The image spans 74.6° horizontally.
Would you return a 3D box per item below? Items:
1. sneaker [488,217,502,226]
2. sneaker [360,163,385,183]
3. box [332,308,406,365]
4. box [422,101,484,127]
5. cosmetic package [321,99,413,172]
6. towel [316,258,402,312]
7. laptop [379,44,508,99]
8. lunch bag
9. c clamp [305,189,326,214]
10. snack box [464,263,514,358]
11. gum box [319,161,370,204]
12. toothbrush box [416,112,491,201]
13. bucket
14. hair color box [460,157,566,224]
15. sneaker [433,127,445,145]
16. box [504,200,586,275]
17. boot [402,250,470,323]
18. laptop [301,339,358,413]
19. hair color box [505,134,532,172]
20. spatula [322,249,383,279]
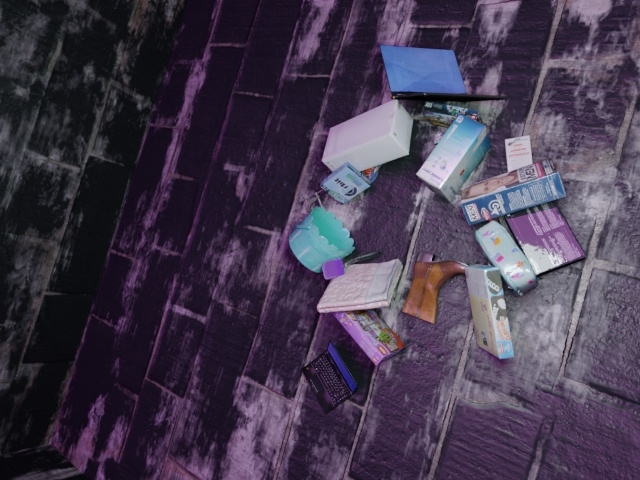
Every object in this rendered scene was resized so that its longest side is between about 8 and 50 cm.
[{"bbox_3d":[0.713,-0.091,1.712,0.057,0.047,0.119,-37,66,4],"label":"sneaker"},{"bbox_3d":[0.246,-0.358,1.982,0.083,0.087,0.221,41,100,28],"label":"sneaker"},{"bbox_3d":[0.207,0.377,1.792,0.293,0.200,0.057,47,119,26],"label":"box"},{"bbox_3d":[0.570,-0.523,1.801,0.232,0.159,0.044,22,92,30],"label":"box"},{"bbox_3d":[0.209,-0.451,1.901,0.384,0.156,0.218,-10,55,40],"label":"cosmetic package"},{"bbox_3d":[0.172,0.187,1.801,0.316,0.332,0.054,-10,112,25],"label":"towel"},{"bbox_3d":[0.493,-0.698,1.729,0.408,0.381,0.237,-139,47,-66],"label":"laptop"},{"bbox_3d":[0.699,0.077,1.586,0.107,0.224,0.279,-32,61,13],"label":"lunch bag"},{"bbox_3d":[-0.012,-0.170,2.119,0.137,0.022,0.161,-26,69,21],"label":"c clamp"},{"bbox_3d":[0.623,0.255,1.564,0.059,0.187,0.323,-10,91,-2],"label":"snack box"},{"bbox_3d":[0.114,-0.265,1.971,0.184,0.156,0.041,-33,36,36],"label":"gum box"},{"bbox_3d":[0.555,-0.334,1.741,0.126,0.216,0.296,40,99,28],"label":"toothbrush box"},{"bbox_3d":[0.000,0.000,1.943,0.183,0.281,0.281,-40,64,25],"label":"bucket"},{"bbox_3d":[0.728,-0.188,1.618,0.346,0.174,0.105,-19,109,29],"label":"hair color box"},{"bbox_3d":[0.548,-0.472,1.872,0.098,0.038,0.069,-14,75,25],"label":"sneaker"},{"bbox_3d":[0.841,-0.015,1.592,0.184,0.103,0.262,-24,70,17],"label":"box"},{"bbox_3d":[0.489,0.206,1.742,0.263,0.096,0.281,13,89,26],"label":"boot"},{"bbox_3d":[0.034,0.612,1.878,0.264,0.136,0.234,-40,64,15],"label":"laptop"},{"bbox_3d":[0.804,-0.331,1.701,0.092,0.053,0.168,-5,79,27],"label":"hair color box"},{"bbox_3d":[0.149,0.094,1.889,0.030,0.296,0.084,-153,46,-66],"label":"spatula"}]
